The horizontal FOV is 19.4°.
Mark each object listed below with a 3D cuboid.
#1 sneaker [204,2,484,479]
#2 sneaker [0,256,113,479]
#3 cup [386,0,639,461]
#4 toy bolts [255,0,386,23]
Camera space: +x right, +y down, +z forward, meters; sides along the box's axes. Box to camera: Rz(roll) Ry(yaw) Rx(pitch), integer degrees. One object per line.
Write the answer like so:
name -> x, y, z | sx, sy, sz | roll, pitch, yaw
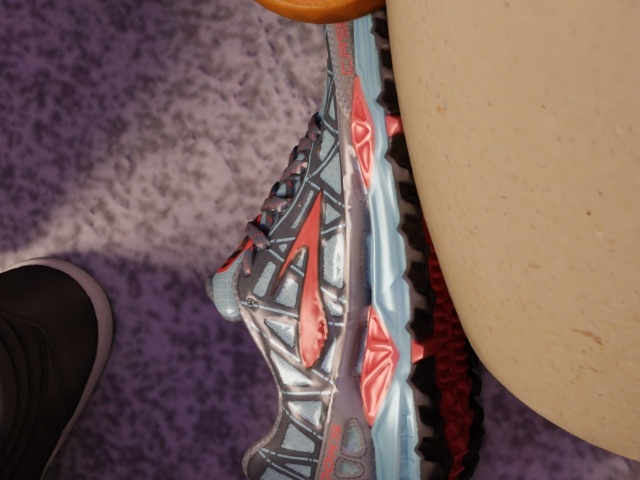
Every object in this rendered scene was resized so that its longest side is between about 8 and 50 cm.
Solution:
sneaker -> 0.000, 0.000, 0.862 | 0.125, 0.104, 0.262 | -4, 87, 20
sneaker -> -0.204, 0.146, 0.899 | 0.104, 0.147, 0.296 | 24, 97, 15
cup -> 0.165, -0.050, 0.726 | 0.331, 0.331, 0.237 | 24, 121, 17
toy bolts -> -0.056, -0.189, 0.869 | 0.228, 0.158, 0.218 | -22, 94, 13
